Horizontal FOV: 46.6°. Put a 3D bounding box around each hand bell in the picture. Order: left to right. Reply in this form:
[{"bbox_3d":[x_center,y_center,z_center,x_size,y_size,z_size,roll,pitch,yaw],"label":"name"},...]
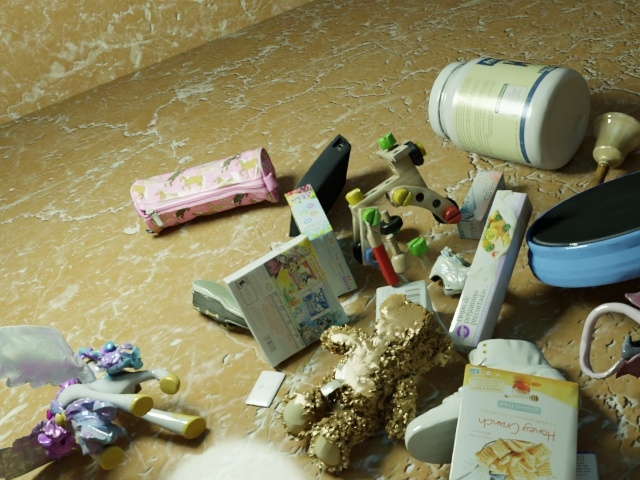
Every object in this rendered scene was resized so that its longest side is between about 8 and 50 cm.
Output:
[{"bbox_3d":[0.619,-0.152,1.636,0.126,0.126,0.242,12,59,37],"label":"hand bell"}]

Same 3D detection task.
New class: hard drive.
[{"bbox_3d":[0.003,-0.130,1.829,0.054,0.172,0.254,23,47,14],"label":"hard drive"}]

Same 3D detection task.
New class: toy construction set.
[{"bbox_3d":[0.138,-0.079,1.543,0.258,0.237,0.309,-19,20,19],"label":"toy construction set"}]

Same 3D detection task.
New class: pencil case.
[{"bbox_3d":[-0.300,-0.134,1.980,0.386,0.160,0.167,-14,60,7],"label":"pencil case"}]

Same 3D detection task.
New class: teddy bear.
[{"bbox_3d":[0.081,0.255,1.325,0.245,0.113,0.338,14,61,37],"label":"teddy bear"}]

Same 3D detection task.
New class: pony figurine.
[{"bbox_3d":[-0.454,0.309,1.419,0.364,0.302,0.351,12,14,41],"label":"pony figurine"}]

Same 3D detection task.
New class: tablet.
[{"bbox_3d":[-0.108,0.290,1.458,0.054,0.006,0.083,2,40,28],"label":"tablet"}]

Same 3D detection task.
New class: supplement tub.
[{"bbox_3d":[0.448,-0.312,1.788,0.325,0.235,0.235,22,53,43],"label":"supplement tub"}]

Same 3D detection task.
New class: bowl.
[{"bbox_3d":[0.567,-0.038,1.375,0.391,0.077,0.391,-24,11,5],"label":"bowl"}]

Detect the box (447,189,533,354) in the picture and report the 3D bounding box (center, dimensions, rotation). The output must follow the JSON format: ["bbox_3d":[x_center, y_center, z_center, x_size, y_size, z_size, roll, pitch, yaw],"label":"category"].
[{"bbox_3d":[0.323,0.058,1.405,0.063,0.067,0.323,11,69,33],"label":"box"}]

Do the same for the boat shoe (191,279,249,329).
[{"bbox_3d":[-0.203,0.153,1.635,0.081,0.068,0.228,-4,20,-45],"label":"boat shoe"}]

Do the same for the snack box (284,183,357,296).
[{"bbox_3d":[0.000,0.000,1.644,0.070,0.174,0.207,-24,36,1],"label":"snack box"}]

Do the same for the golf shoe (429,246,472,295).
[{"bbox_3d":[0.294,0.088,1.502,0.086,0.069,0.176,-53,41,-1],"label":"golf shoe"}]

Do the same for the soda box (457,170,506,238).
[{"bbox_3d":[0.364,-0.082,1.678,0.063,0.058,0.183,4,41,30],"label":"soda box"}]

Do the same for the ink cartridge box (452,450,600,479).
[{"bbox_3d":[0.297,0.409,1.073,0.224,0.045,0.224,-5,37,18],"label":"ink cartridge box"}]

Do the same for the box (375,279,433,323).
[{"bbox_3d":[0.165,0.147,1.446,0.102,0.087,0.101,-12,36,14],"label":"box"}]

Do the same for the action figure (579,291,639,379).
[{"bbox_3d":[0.601,0.131,1.072,0.276,0.247,0.370,0,8,-16],"label":"action figure"}]

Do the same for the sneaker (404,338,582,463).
[{"bbox_3d":[0.261,0.261,1.246,0.293,0.108,0.169,-14,33,-8],"label":"sneaker"}]

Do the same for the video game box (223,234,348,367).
[{"bbox_3d":[-0.067,0.120,1.494,0.187,0.205,0.048,-29,17,-12],"label":"video game box"}]

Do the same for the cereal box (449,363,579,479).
[{"bbox_3d":[0.281,0.304,1.082,0.173,0.047,0.240,8,49,12],"label":"cereal box"}]
